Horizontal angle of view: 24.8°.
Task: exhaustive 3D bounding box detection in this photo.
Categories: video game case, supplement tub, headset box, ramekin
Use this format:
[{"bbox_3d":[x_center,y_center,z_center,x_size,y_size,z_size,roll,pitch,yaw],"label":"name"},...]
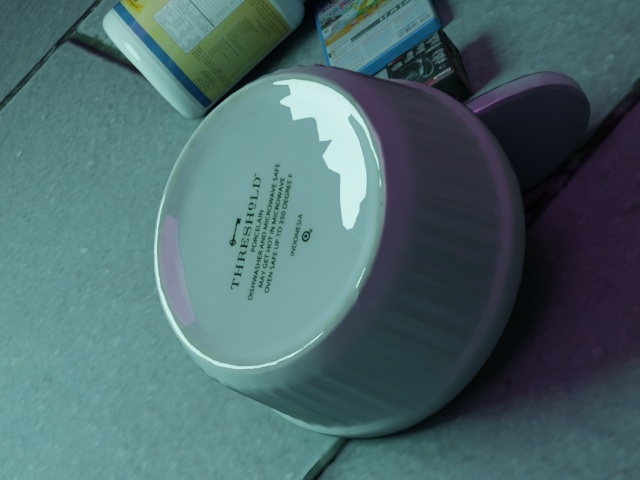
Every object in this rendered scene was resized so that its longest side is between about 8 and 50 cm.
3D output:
[{"bbox_3d":[0.053,-0.218,1.423,0.119,0.015,0.166,-34,34,16],"label":"video game case"},{"bbox_3d":[-0.108,-0.239,1.500,0.199,0.144,0.144,-43,32,1],"label":"supplement tub"},{"bbox_3d":[0.094,-0.139,1.270,0.062,0.032,0.083,-33,35,17],"label":"headset box"},{"bbox_3d":[0.000,0.000,1.034,0.273,0.127,0.273,-12,70,36],"label":"ramekin"}]

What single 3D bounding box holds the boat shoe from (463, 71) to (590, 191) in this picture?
[{"bbox_3d":[0.087,-0.062,1.133,0.258,0.095,0.084,-31,39,17],"label":"boat shoe"}]
